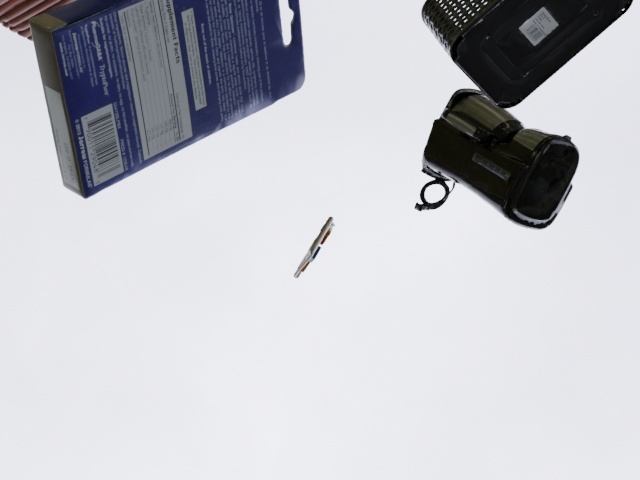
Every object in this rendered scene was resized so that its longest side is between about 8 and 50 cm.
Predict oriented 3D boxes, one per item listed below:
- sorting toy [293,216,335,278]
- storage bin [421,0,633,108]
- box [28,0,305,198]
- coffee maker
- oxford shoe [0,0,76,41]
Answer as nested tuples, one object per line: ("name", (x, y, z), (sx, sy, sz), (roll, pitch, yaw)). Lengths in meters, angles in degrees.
("sorting toy", (0.000, 0.000, 1.451), (0.012, 0.062, 0.083), (32, -126, -1))
("storage bin", (0.209, -0.238, 1.339), (0.180, 0.122, 0.084), (-41, -139, 12))
("box", (-0.106, -0.138, 0.990), (0.225, 0.136, 0.036), (-30, -140, -33))
("coffee maker", (0.223, -0.083, 1.667), (0.120, 0.171, 0.178), (-9, -148, -31))
("oxford shoe", (-0.321, -0.347, 1.258), (0.141, 0.397, 0.146), (-20, -139, 23))
